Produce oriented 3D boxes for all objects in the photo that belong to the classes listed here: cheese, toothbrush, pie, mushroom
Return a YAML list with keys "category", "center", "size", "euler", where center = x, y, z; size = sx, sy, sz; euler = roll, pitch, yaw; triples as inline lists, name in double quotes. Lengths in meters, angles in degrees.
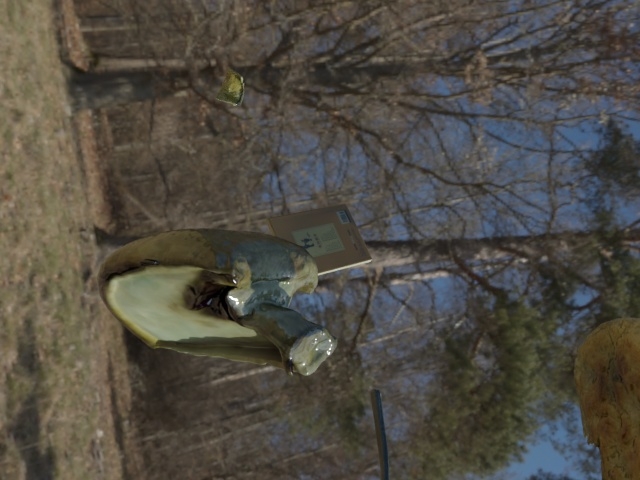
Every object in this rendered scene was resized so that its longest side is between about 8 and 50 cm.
- category: "cheese"
  center: [-0.209, -0.367, 1.757]
  size: [0.041, 0.060, 0.084]
  euler: [-51, 159, -83]
- category: "toothbrush"
  center: [0.118, 0.396, 1.369]
  size: [0.297, 0.030, 0.030]
  euler: [-96, -153, -50]
- category: "pie"
  center: [0.488, 0.269, 1.171]
  size: [0.337, 0.075, 0.338]
  euler: [-176, -90, -86]
- category: "mushroom"
  center: [-0.125, 0.039, 0.919]
  size: [0.292, 0.212, 0.217]
  euler: [14, -35, 39]

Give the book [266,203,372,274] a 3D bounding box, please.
- category: "book"
  center: [0.000, 0.000, 1.260]
  size: [0.012, 0.172, 0.118]
  euler: [-45, -116, 49]
